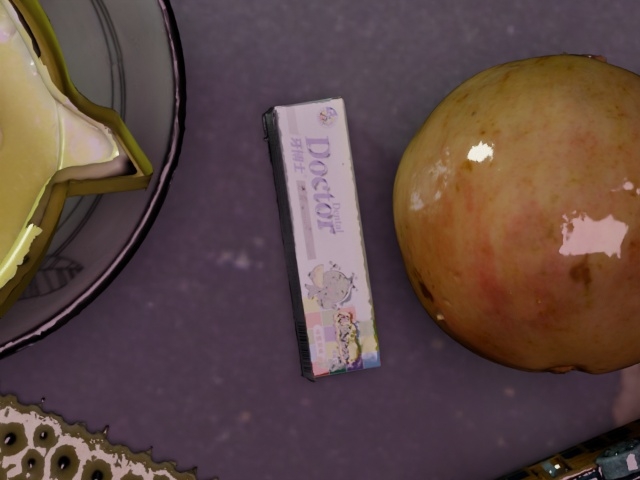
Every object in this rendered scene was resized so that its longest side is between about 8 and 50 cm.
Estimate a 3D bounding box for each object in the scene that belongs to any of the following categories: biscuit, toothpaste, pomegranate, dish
[{"bbox_3d":[-0.147,0.174,1.095,0.231,0.016,0.139,25,87,-6],"label":"biscuit"},{"bbox_3d":[0.000,0.000,1.109,0.046,0.034,0.164,-8,90,-11],"label":"toothpaste"},{"bbox_3d":[0.135,-0.016,1.054,0.191,0.191,0.191,0,89,-7],"label":"pomegranate"},{"bbox_3d":[-0.234,-0.075,1.046,0.317,0.106,0.316,1,86,-9],"label":"dish"}]

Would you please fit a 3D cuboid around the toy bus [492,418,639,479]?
[{"bbox_3d":[0.154,0.166,1.090,0.182,0.103,0.091,-23,92,-2],"label":"toy bus"}]

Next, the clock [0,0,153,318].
[{"bbox_3d":[-0.261,-0.052,0.951,0.294,0.071,0.277,-24,79,-18],"label":"clock"}]
